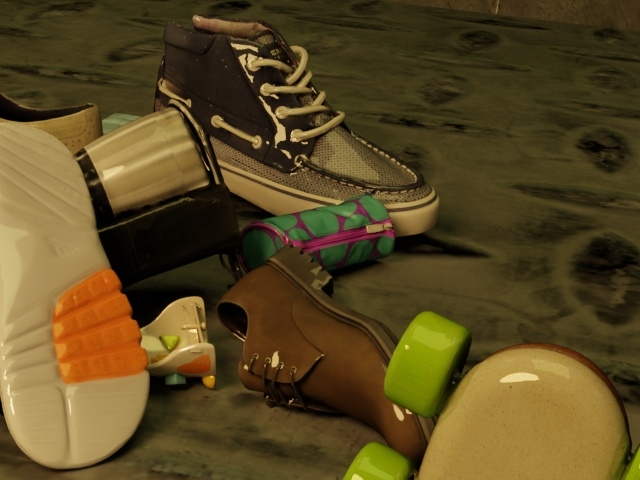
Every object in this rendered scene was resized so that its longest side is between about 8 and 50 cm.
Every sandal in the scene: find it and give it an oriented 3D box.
[{"bbox_3d":[-0.186,0.041,0.812,0.102,0.076,0.265,9,49,-35],"label":"sandal"}]

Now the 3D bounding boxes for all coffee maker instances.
[{"bbox_3d":[-0.159,-0.002,0.936,0.178,0.171,0.120,-23,5,-14],"label":"coffee maker"}]

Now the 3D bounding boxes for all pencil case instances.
[{"bbox_3d":[0.000,0.000,1.063,0.070,0.064,0.151,-11,4,44],"label":"pencil case"}]

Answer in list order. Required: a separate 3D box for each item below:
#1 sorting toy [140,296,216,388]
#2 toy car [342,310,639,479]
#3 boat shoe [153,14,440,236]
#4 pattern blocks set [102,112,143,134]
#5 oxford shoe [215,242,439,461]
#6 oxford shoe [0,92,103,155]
[{"bbox_3d":[-0.114,0.078,0.852,0.075,0.045,0.083,-6,21,-9],"label":"sorting toy"},{"bbox_3d":[0.119,0.118,0.672,0.155,0.149,0.188,25,13,16],"label":"toy car"},{"bbox_3d":[-0.031,-0.122,1.209,0.340,0.158,0.127,19,29,26],"label":"boat shoe"},{"bbox_3d":[-0.111,-0.103,1.387,0.325,0.026,0.285,5,19,0],"label":"pattern blocks set"},{"bbox_3d":[0.001,0.091,0.819,0.096,0.083,0.227,-31,36,-18],"label":"oxford shoe"},{"bbox_3d":[-0.371,-0.106,1.137,0.348,0.130,0.123,9,19,-5],"label":"oxford shoe"}]
